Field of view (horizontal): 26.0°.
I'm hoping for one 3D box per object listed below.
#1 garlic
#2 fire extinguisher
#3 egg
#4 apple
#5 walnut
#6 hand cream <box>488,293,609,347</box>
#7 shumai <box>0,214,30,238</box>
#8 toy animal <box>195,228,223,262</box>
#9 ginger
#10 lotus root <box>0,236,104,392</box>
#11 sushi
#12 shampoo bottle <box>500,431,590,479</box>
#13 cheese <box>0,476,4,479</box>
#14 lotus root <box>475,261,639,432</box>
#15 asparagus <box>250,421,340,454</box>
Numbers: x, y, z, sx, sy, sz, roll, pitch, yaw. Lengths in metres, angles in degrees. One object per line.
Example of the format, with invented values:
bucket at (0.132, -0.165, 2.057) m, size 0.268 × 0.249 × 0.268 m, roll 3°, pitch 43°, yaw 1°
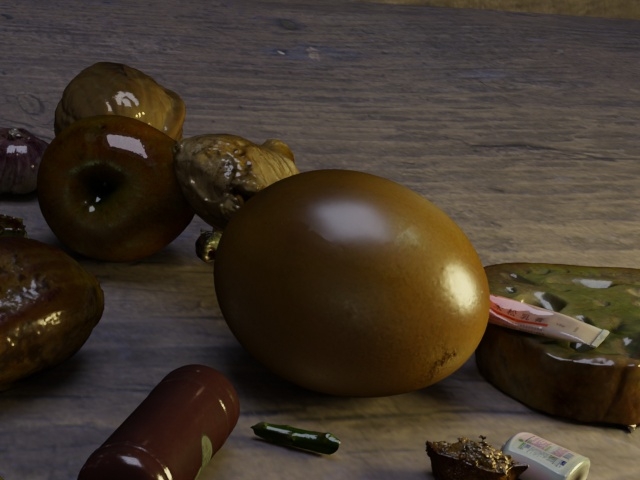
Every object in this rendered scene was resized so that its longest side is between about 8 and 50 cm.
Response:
garlic at (-0.500, -0.132, 2.235) m, size 0.147 × 0.102 × 0.159 m, roll 26°, pitch 27°, yaw 38°
fire extinguisher at (-0.171, 0.250, 1.444) m, size 0.102 × 0.138 × 0.344 m, roll -31°, pitch 7°, yaw 21°
egg at (0.039, 0.056, 1.741) m, size 0.351 × 0.282 × 0.282 m, roll 21°, pitch 23°, yaw 2°
apple at (-0.295, -0.079, 2.031) m, size 0.237 × 0.236 × 0.207 m, roll 13°, pitch 5°, yaw 11°
walnut at (-0.323, -0.177, 2.253) m, size 0.225 × 0.224 × 0.261 m, roll -3°, pitch 26°, yaw -25°
hand cream at (0.264, 0.102, 1.809) m, size 0.216 × 0.038 × 0.052 m, roll 13°, pitch 51°, yaw 24°
shumai at (-0.447, 0.005, 1.944) m, size 0.099 × 0.087 × 0.124 m, roll -6°, pitch 25°, yaw -29°
toy animal at (-0.106, -0.016, 2.116) m, size 0.099 × 0.056 × 0.241 m, roll 16°, pitch 25°, yaw 17°
ginger at (-0.068, -0.079, 1.990) m, size 0.236 × 0.166 × 0.375 m, roll 21°, pitch 19°, yaw 23°
lotus root at (-0.396, 0.095, 1.660) m, size 0.193 × 0.193 × 0.291 m, roll 26°, pitch 31°, yaw 36°
sushi at (0.179, 0.256, 1.599) m, size 0.118 × 0.060 × 0.061 m, roll 8°, pitch 17°, yaw -4°
shampoo bottle at (0.258, 0.262, 1.634) m, size 0.099 × 0.043 × 0.072 m, roll 22°, pitch 25°, yaw 30°
cheese at (-0.335, 0.272, 1.364) m, size 0.270 × 0.069 × 0.177 m, roll 17°, pitch 21°, yaw -10°
lotus root at (0.375, 0.126, 1.934) m, size 0.375 × 0.111 × 0.390 m, roll 20°, pitch 26°, yaw 36°
asparagus at (-0.029, 0.230, 1.629) m, size 0.108 × 0.025 × 0.021 m, roll 11°, pitch -20°, yaw 11°
